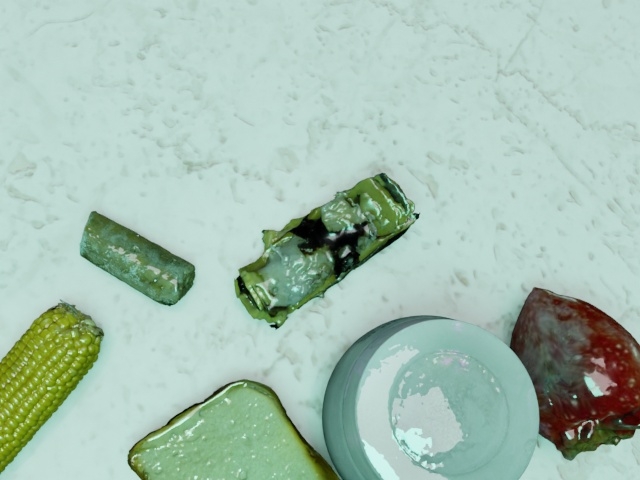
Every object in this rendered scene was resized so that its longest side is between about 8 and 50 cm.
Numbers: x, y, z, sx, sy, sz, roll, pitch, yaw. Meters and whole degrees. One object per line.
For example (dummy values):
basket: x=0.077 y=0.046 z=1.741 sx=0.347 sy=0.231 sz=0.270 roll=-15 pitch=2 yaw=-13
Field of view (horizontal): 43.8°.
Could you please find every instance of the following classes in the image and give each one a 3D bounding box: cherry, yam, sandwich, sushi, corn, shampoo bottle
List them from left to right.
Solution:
corn: x=-0.417 y=0.222 z=1.083 sx=0.106 sy=0.106 sz=0.305 roll=36 pitch=77 yaw=2
yam: x=-0.270 y=0.028 z=1.155 sx=0.179 sy=0.078 sz=0.078 roll=30 pitch=76 yaw=0
sandwich: x=-0.109 y=0.327 z=1.067 sx=0.226 sy=0.087 sz=0.251 roll=-37 pitch=62 yaw=-8
sushi: x=-0.001 y=0.001 z=1.168 sx=0.291 sy=0.131 sz=0.139 roll=-36 pitch=86 yaw=-4
shampoo bottle: x=0.141 y=0.235 z=1.062 sx=0.273 sy=0.266 sz=0.273 roll=1 pitch=77 yaw=-5
cherry: x=0.365 y=0.179 z=1.145 sx=0.175 sy=0.192 sz=0.250 roll=-12 pitch=70 yaw=-44
